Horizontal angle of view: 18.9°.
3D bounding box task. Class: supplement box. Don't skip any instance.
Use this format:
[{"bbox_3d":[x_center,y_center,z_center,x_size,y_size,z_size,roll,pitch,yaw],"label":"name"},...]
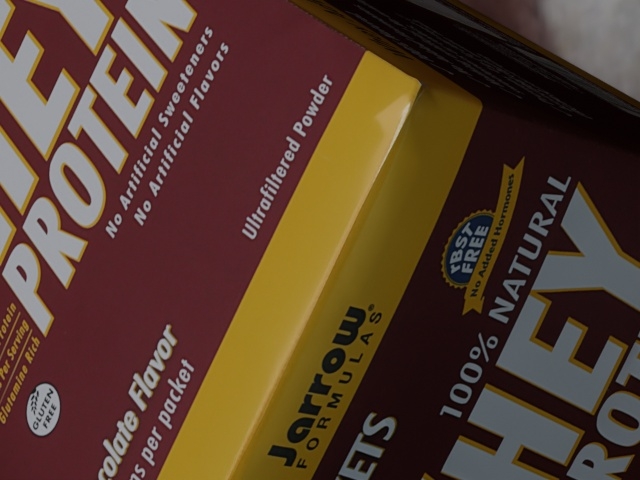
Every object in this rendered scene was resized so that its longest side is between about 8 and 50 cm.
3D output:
[{"bbox_3d":[0.000,0.000,0.499,0.191,0.194,0.129,37,106,42],"label":"supplement box"}]
